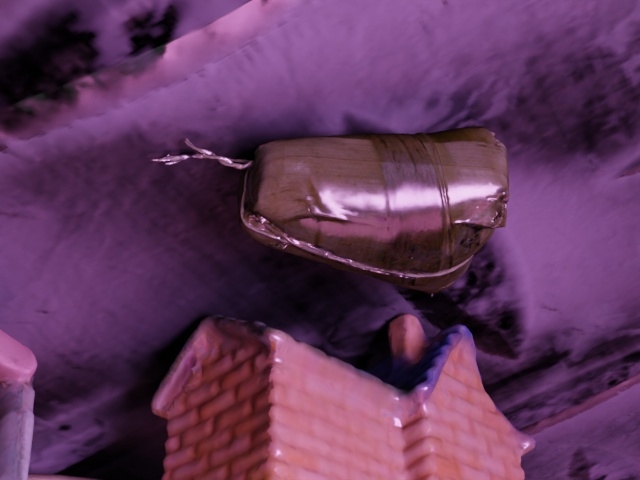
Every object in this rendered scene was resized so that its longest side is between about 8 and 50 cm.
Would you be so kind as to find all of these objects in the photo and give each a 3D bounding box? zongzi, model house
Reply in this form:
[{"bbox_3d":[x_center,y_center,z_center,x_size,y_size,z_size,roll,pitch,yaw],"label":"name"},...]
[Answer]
[{"bbox_3d":[0.000,0.000,0.493,0.154,0.062,0.130,-3,155,-12],"label":"zongzi"},{"bbox_3d":[0.003,0.120,0.573,0.183,0.172,0.166,27,138,-36],"label":"model house"}]

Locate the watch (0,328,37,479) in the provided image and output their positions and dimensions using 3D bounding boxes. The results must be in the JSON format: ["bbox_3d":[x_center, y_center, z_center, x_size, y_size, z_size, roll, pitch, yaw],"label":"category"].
[{"bbox_3d":[-0.229,0.135,0.398,0.253,0.241,0.161,1,139,-27],"label":"watch"}]

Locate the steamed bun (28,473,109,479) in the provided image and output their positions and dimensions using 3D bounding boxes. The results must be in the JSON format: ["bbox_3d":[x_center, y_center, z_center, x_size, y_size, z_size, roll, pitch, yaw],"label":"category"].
[{"bbox_3d":[-0.169,0.225,0.629,0.250,0.154,0.200,19,128,-40],"label":"steamed bun"}]
